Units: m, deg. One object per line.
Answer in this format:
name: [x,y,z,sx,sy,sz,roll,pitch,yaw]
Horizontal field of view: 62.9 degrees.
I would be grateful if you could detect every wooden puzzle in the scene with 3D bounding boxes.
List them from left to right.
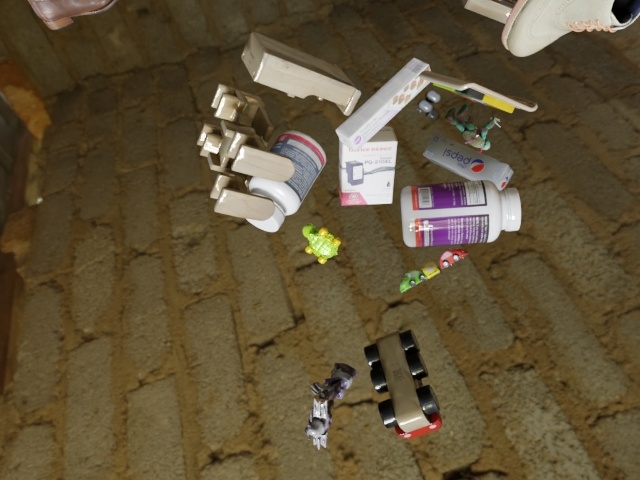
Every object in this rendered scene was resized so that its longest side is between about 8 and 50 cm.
wooden puzzle: [0.401,-0.380,1.350,0.221,0.239,0.044,-129,52,-58]

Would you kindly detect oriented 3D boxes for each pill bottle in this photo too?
pill bottle: [-0.073,-0.111,0.998,0.180,0.108,0.108,-61,-23,-25]
pill bottle: [0.397,-0.079,1.511,0.181,0.323,0.181,-3,-90,-81]

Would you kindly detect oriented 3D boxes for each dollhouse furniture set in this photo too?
dollhouse furniture set: [-0.073,-0.178,0.840,0.242,0.161,0.212,-60,35,28]
dollhouse furniture set: [0.572,-0.838,1.513,0.303,0.174,0.355,-85,15,-48]

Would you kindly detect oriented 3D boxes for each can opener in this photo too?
can opener: [0.375,-0.446,1.742,0.095,0.076,0.283,39,-164,-2]

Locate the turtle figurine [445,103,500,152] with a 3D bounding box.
turtle figurine: [0.593,-0.421,2.002,0.234,0.118,0.175,35,151,-22]

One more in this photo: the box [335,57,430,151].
box: [0.185,-0.391,1.503,0.067,0.324,0.063,40,171,37]

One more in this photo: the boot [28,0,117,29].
boot: [-0.261,-0.276,0.521,0.037,0.106,0.114,52,173,21]

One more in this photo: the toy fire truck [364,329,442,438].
toy fire truck: [0.196,0.359,1.202,0.246,0.159,0.217,53,-163,-43]

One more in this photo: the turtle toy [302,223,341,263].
turtle toy: [0.000,0.000,1.566,0.130,0.095,0.066,39,-160,-1]

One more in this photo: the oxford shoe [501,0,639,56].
oxford shoe: [0.490,-0.439,0.966,0.397,0.141,0.146,144,117,-67]

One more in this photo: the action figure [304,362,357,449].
action figure: [0.014,0.477,1.523,0.285,0.099,0.185,-43,-31,-61]

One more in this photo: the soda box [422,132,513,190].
soda box: [0.500,-0.263,1.778,0.286,0.091,0.098,32,-171,28]

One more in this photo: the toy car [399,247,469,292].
toy car: [0.344,0.100,1.711,0.053,0.225,0.239,60,155,12]

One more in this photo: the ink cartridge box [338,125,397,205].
ink cartridge box: [0.149,-0.239,1.691,0.100,0.172,0.237,-96,4,-51]
